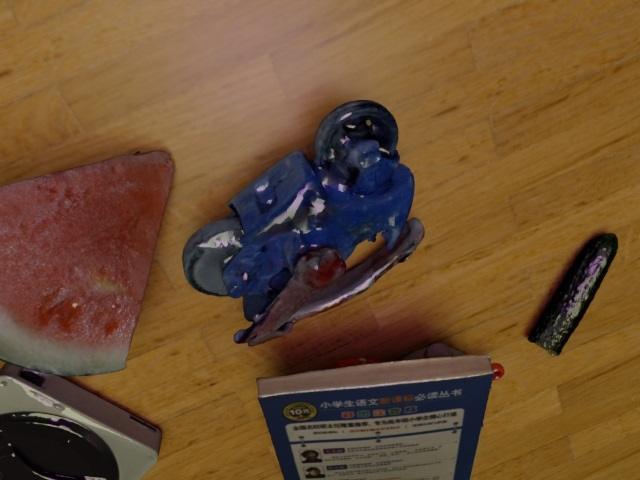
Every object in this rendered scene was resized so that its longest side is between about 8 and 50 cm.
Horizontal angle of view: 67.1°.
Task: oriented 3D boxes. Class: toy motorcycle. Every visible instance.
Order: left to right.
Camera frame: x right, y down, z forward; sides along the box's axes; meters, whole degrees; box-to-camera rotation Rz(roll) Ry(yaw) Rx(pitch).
[{"bbox_3d":[-0.010,-0.017,0.619,0.319,0.241,0.182,-38,71,13],"label":"toy motorcycle"}]

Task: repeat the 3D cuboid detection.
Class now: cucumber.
[{"bbox_3d":[0.402,0.084,0.757,0.058,0.052,0.215,10,111,-43],"label":"cucumber"}]

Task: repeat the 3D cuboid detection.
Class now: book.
[{"bbox_3d":[0.085,0.326,0.728,0.299,0.039,0.428,-5,130,1],"label":"book"}]

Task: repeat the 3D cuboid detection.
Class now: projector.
[{"bbox_3d":[-0.416,0.334,0.715,0.257,0.079,0.259,39,102,-20],"label":"projector"}]

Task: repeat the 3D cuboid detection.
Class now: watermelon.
[{"bbox_3d":[-0.294,0.022,0.530,0.292,0.250,0.283,-41,116,11],"label":"watermelon"}]

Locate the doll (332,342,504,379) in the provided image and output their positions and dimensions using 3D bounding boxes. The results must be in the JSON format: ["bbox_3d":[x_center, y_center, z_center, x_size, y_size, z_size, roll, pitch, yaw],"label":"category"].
[{"bbox_3d":[0.120,0.239,0.743,0.336,0.105,0.200,-12,127,-3],"label":"doll"}]
